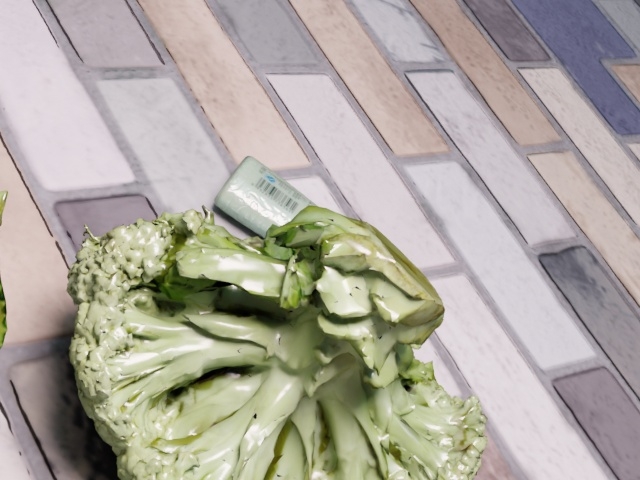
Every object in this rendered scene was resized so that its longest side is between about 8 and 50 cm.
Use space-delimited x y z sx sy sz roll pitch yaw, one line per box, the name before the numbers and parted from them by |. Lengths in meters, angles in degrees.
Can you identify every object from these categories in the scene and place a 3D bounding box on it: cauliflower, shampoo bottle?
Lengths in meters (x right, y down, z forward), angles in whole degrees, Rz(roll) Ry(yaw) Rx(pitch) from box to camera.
cauliflower | -0.022 0.068 0.792 0.275 0.250 0.272 -2 54 -44
shampoo bottle | 0.000 0.000 1.042 0.191 0.041 0.069 35 33 -3

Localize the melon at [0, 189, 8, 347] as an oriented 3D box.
melon | -0.331 0.058 0.600 0.344 0.226 0.331 -5 57 -51
